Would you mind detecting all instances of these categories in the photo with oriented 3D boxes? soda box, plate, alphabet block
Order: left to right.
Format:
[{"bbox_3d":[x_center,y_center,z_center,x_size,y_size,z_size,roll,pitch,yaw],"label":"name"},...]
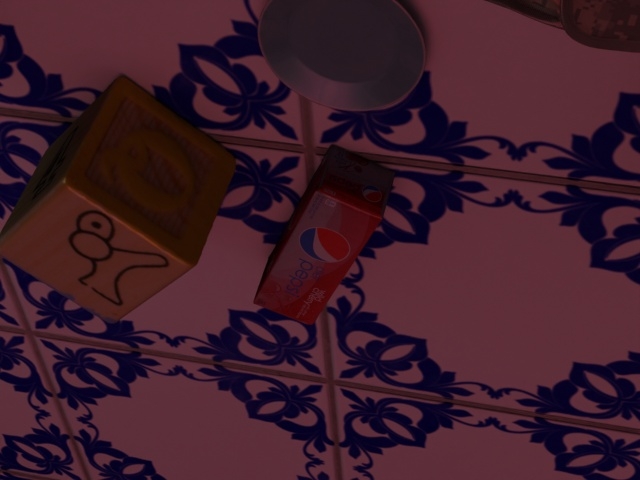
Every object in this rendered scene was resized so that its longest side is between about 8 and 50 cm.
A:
[{"bbox_3d":[-0.251,-0.045,1.481,0.192,0.193,0.197,35,138,-23],"label":"alphabet block"},{"bbox_3d":[0.000,0.000,1.529,0.092,0.083,0.263,22,140,-7],"label":"soda box"},{"bbox_3d":[0.025,-0.217,1.311,0.188,0.024,0.188,11,141,9],"label":"plate"}]

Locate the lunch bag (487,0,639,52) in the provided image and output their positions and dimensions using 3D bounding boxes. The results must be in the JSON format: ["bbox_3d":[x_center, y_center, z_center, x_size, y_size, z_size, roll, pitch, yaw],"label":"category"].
[{"bbox_3d":[0.210,-0.291,0.933,0.287,0.169,0.235,24,123,17],"label":"lunch bag"}]
